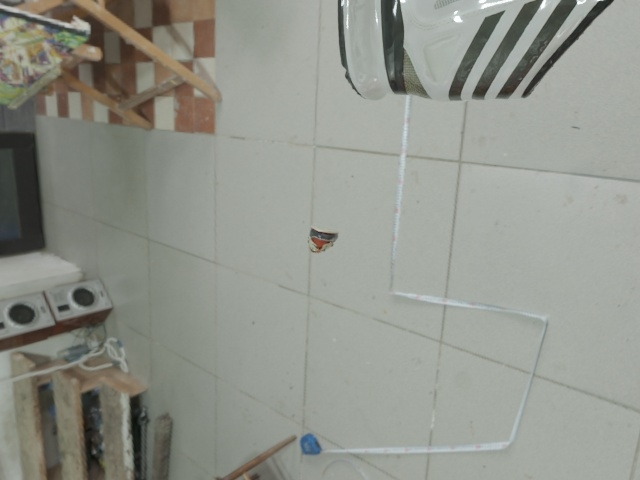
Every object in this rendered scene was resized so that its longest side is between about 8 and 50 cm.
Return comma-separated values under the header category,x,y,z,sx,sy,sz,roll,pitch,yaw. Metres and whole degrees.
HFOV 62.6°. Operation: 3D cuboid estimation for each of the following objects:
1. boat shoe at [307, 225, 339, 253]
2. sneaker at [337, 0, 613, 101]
category,x,y,z,sx,sy,sz,roll,pitch,yaw
boat shoe,0.000,0.000,0.881,0.137,0.049,0.043,166,120,-83
sneaker,0.146,-0.327,0.417,0.257,0.169,0.447,12,129,25
